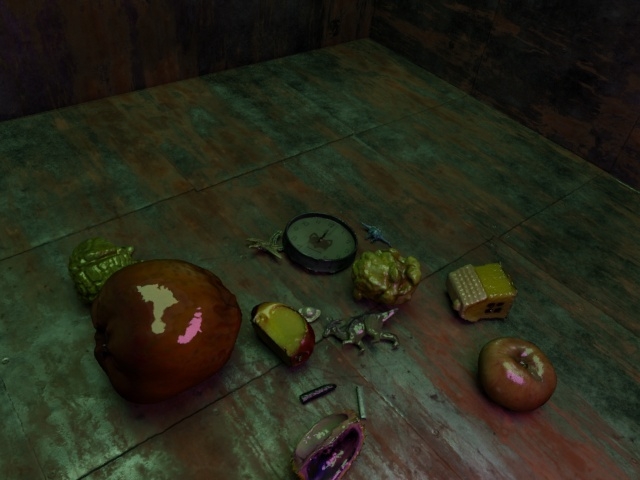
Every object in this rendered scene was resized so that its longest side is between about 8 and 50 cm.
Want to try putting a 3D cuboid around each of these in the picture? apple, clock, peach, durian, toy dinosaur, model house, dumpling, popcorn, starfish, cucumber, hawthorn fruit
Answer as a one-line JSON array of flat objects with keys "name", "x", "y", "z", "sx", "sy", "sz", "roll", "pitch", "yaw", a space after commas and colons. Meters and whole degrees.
[{"name": "apple", "x": 0.655, "y": 0.451, "z": 1.769, "sx": 0.261, "sy": 0.193, "sz": 0.260, "roll": 4, "pitch": 45, "yaw": -4}, {"name": "clock", "x": 0.000, "y": 0.000, "z": 2.225, "sx": 0.326, "sy": 0.067, "sz": 0.324, "roll": 9, "pitch": 41, "yaw": -8}, {"name": "peach", "x": -0.125, "y": 0.319, "z": 1.828, "sx": 0.159, "sy": 0.153, "sz": 0.267, "roll": -37, "pitch": 49, "yaw": -27}, {"name": "durian", "x": 0.013, "y": 0.613, "z": 1.557, "sx": 0.261, "sy": 0.153, "sz": 0.187, "roll": -24, "pitch": 29, "yaw": -22}, {"name": "toy dinosaur", "x": 0.158, "y": 0.327, "z": 1.914, "sx": 0.295, "sy": 0.077, "sz": 0.162, "roll": -6, "pitch": 44, "yaw": -14}, {"name": "model house", "x": 0.612, "y": 0.197, "z": 2.048, "sx": 0.235, "sy": 0.174, "sz": 0.193, "roll": 0, "pitch": 44, "yaw": -13}, {"name": "dumpling", "x": -0.043, "y": 0.277, "z": 1.967, "sx": 0.077, "sy": 0.043, "sz": 0.059, "roll": 14, "pitch": 58, "yaw": -16}, {"name": "toy dinosaur", "x": 0.237, "y": -0.031, "z": 2.335, "sx": 0.197, "sy": 0.045, "sz": 0.080, "roll": 42, "pitch": 39, "yaw": 22}, {"name": "popcorn", "x": -0.790, "y": 0.106, "z": 1.913, "sx": 0.271, "sy": 0.223, "sz": 0.257, "roll": 7, "pitch": 35, "yaw": 8}, {"name": "starfish", "x": -0.204, "y": 0.028, "z": 2.195, "sx": 0.208, "sy": 0.053, "sz": 0.176, "roll": -8, "pitch": 36, "yaw": -25}, {"name": "cucumber", "x": -0.005, "y": 0.501, "z": 1.737, "sx": 0.133, "sy": 0.032, "sz": 0.032, "roll": -17, "pitch": 48, "yaw": -23}, {"name": "popcorn", "x": 0.245, "y": 0.145, "z": 2.008, "sx": 0.251, "sy": 0.241, "sz": 0.234, "roll": -3, "pitch": 47, "yaw": -7}, {"name": "hawthorn fruit", "x": -0.472, "y": 0.257, "z": 1.638, "sx": 0.473, "sy": 0.471, "sz": 0.471, "roll": 4, "pitch": 43, "yaw": -4}]

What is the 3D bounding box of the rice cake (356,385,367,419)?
[{"name": "rice cake", "x": 0.135, "y": 0.534, "z": 1.731, "sx": 0.022, "sy": 0.021, "sz": 0.121, "roll": 5, "pitch": 45, "yaw": -10}]
